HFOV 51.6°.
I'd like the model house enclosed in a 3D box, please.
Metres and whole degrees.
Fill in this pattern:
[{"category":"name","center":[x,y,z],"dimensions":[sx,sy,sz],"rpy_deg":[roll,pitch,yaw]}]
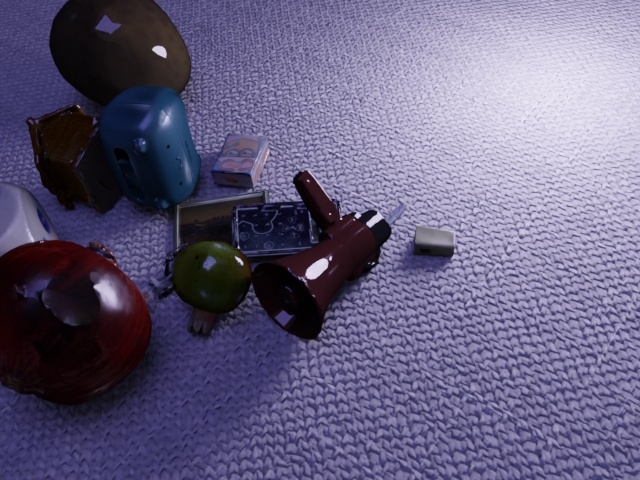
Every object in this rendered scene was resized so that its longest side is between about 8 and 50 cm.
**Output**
[{"category":"model house","center":[-0.633,-0.215,1.704],"dimensions":[0.229,0.199,0.220],"rpy_deg":[19,62,22]}]

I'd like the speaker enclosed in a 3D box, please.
[{"category":"speaker","center":[-0.012,0.017,1.463],"dimensions":[0.259,0.198,0.329],"rpy_deg":[37,53,8]}]

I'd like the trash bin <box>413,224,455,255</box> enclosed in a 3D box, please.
[{"category":"trash bin","center":[0.265,0.002,1.541],"dimensions":[0.092,0.043,0.061],"rpy_deg":[4,50,8]}]

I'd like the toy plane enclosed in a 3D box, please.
[{"category":"toy plane","center":[-0.339,0.072,1.531],"dimensions":[0.197,0.053,0.078],"rpy_deg":[-38,85,-28]}]

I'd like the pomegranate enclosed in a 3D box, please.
[{"category":"pomegranate","center":[-0.239,0.104,1.437],"dimensions":[0.179,0.180,0.210],"rpy_deg":[13,82,16]}]

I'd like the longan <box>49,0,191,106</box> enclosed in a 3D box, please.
[{"category":"longan","center":[-0.576,-0.553,1.915],"dimensions":[0.404,0.336,0.404],"rpy_deg":[22,22,-10]}]

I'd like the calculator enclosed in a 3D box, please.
[{"category":"calculator","center":[-0.078,-0.030,1.598],"dimensions":[0.274,0.028,0.166],"rpy_deg":[-4,50,-6]}]

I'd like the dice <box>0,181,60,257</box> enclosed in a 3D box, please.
[{"category":"dice","center":[-0.744,0.030,1.492],"dimensions":[0.259,0.243,0.251],"rpy_deg":[-23,51,-9]}]

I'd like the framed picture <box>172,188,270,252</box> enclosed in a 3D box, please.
[{"category":"framed picture","center":[-0.245,-0.044,1.649],"dimensions":[0.252,0.014,0.197],"rpy_deg":[-9,49,-2]}]

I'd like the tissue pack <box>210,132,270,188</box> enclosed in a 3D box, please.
[{"category":"tissue pack","center":[-0.211,-0.212,1.756],"dimensions":[0.115,0.065,0.155],"rpy_deg":[7,52,14]}]

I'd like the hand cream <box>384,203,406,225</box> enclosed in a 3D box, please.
[{"category":"hand cream","center":[0.178,-0.058,1.621],"dimensions":[0.030,0.019,0.093],"rpy_deg":[37,69,28]}]

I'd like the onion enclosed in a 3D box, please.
[{"category":"onion","center":[-0.509,0.153,1.294],"dimensions":[0.341,0.341,0.341],"rpy_deg":[-3,50,3]}]

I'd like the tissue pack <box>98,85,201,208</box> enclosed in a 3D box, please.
[{"category":"tissue pack","center":[-0.422,-0.217,1.632],"dimensions":[0.198,0.287,0.206],"rpy_deg":[8,46,14]}]
